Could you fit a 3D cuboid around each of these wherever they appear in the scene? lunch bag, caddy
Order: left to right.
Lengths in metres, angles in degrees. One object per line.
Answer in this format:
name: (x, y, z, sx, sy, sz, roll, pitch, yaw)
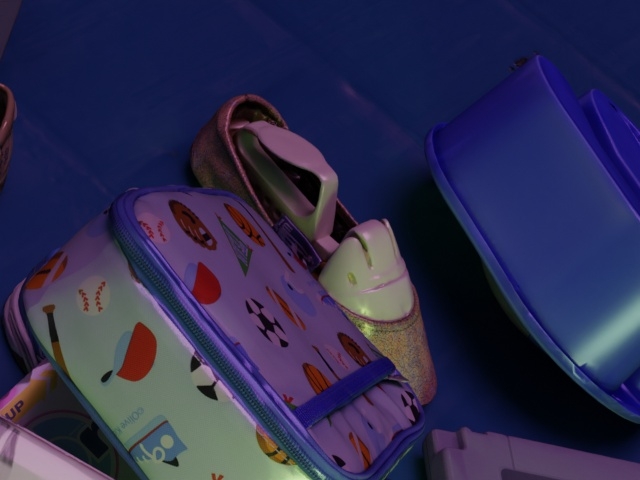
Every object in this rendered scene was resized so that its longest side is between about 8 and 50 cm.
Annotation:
lunch bag: (-0.042, 0.080, 0.959, 0.243, 0.115, 0.303, 48, 12, 8)
caddy: (0.227, 0.003, 1.357, 0.241, 0.179, 0.341, 20, 35, -52)

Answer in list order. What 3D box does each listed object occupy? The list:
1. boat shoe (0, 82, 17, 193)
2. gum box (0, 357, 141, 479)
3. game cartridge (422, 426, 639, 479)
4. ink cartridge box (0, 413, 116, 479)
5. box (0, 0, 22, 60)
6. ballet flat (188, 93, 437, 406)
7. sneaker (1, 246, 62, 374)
boat shoe: (-0.312, -0.020, 1.103, 0.104, 0.089, 0.285, 30, 41, -4)
gum box: (-0.169, 0.143, 0.992, 0.107, 0.062, 0.188, 45, 62, 2)
game cartridge: (0.224, 0.258, 1.189, 0.297, 0.062, 0.198, 15, 47, -20)
ink cartridge box: (-0.247, 0.184, 0.855, 0.283, 0.117, 0.207, 30, 74, -3)
box: (-0.321, -0.323, 1.205, 0.168, 0.345, 0.215, -5, 53, -35)
ballet flat: (0.000, 0.000, 1.266, 0.107, 0.106, 0.316, -23, 64, -44)
sneaker: (-0.163, 0.098, 1.085, 0.080, 0.081, 0.211, -12, 58, -41)
